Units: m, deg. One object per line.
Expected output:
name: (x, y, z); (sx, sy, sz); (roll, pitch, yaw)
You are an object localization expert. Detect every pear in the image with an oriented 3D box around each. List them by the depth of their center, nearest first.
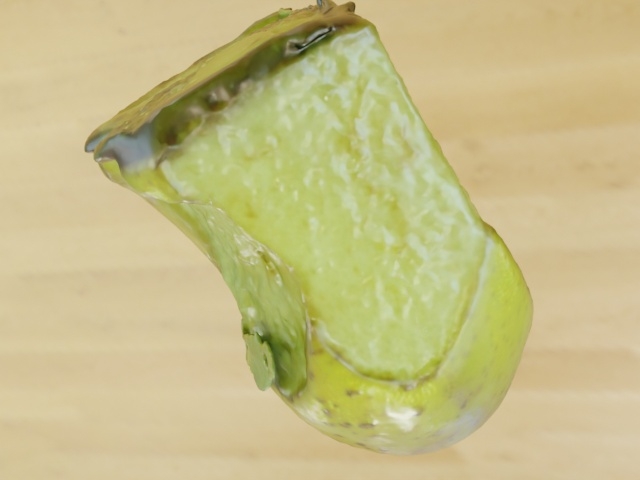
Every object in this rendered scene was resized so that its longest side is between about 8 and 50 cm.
pear: (0.000, 0.000, 1.060); (0.255, 0.164, 0.238); (57, 175, -13)
